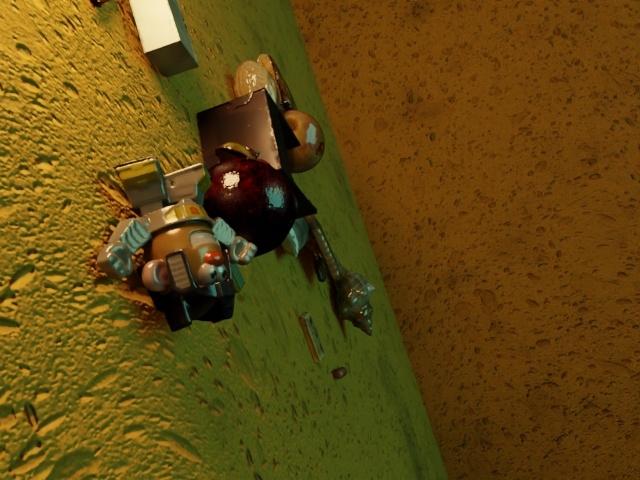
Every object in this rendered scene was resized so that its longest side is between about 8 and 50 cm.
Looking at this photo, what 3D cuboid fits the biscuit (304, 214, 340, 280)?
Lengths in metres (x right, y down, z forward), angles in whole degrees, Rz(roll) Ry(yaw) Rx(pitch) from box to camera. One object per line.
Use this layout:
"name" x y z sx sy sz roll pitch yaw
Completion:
"biscuit" 0.000 0.000 1.825 0.325 0.044 0.217 -120 -173 -71

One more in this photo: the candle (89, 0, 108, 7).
"candle" -0.430 -0.496 1.020 0.167 0.026 0.021 -93 -178 -56

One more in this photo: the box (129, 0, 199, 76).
"box" -0.361 -0.503 1.124 0.129 0.086 0.225 51 21 -83

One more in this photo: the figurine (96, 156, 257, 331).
"figurine" -0.233 0.011 0.854 0.308 0.143 0.309 12 67 -30

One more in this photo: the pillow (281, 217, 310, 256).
"pillow" -0.093 -0.037 1.604 0.254 0.078 0.144 -56 123 -76

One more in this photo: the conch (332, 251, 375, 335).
"conch" 0.130 0.195 1.998 0.203 0.169 0.386 102 -21 -65

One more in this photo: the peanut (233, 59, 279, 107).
"peanut" -0.191 -0.425 1.617 0.149 0.149 0.313 35 38 -68

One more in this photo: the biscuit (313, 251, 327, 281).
"biscuit" 0.003 0.110 1.906 0.130 0.019 0.119 -89 156 -53

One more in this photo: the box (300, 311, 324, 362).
"box" -0.025 0.294 1.548 0.073 0.020 0.149 -32 102 -76

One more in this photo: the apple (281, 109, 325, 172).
"apple" -0.089 -0.344 1.764 0.188 0.211 0.211 50 25 -61

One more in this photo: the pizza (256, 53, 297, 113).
"pizza" -0.149 -0.514 1.950 0.278 0.113 0.409 -83 150 -63

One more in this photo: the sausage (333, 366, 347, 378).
"sausage" 0.067 0.441 1.681 0.083 0.034 0.034 23 50 -71

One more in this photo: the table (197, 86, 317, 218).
"table" -0.160 -0.200 1.340 0.282 0.196 0.251 47 27 -65

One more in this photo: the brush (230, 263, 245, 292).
"brush" -0.211 0.101 1.105 0.205 0.011 0.083 -68 138 -69

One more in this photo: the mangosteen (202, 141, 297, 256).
"mangosteen" -0.163 -0.092 1.080 0.228 0.228 0.266 50 33 -56
